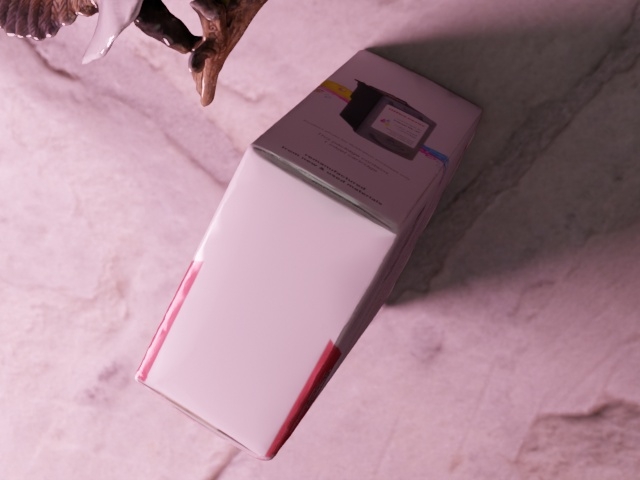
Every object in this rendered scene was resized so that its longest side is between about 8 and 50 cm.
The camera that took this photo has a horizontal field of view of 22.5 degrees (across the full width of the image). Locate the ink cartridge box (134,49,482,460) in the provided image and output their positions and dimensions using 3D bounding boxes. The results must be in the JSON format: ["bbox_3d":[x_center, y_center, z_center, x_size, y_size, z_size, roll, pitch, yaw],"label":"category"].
[{"bbox_3d":[0.000,0.000,1.274,0.131,0.306,0.226,29,115,4],"label":"ink cartridge box"}]

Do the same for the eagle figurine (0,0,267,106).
[{"bbox_3d":[-0.172,-0.245,1.278,0.298,0.226,0.225,40,158,11],"label":"eagle figurine"}]
